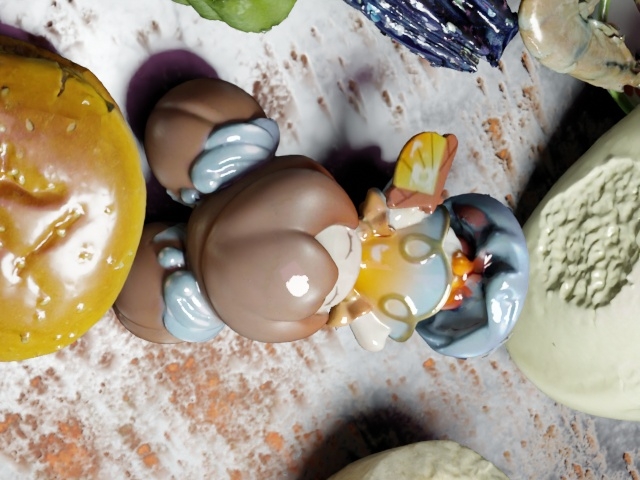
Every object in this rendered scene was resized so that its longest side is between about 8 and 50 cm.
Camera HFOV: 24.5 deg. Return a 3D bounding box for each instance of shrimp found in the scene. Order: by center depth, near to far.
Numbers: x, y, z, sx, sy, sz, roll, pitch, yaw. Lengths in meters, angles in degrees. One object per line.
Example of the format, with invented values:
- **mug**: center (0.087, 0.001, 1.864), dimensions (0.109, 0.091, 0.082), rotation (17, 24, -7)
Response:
- **shrimp**: center (0.298, -0.236, 1.542), dimensions (0.254, 0.059, 0.145), rotation (11, 103, -38)

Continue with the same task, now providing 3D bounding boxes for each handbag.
- **handbag**: center (0.087, -0.259, 1.489), dimensions (0.260, 0.162, 0.113), rotation (31, 92, -36)

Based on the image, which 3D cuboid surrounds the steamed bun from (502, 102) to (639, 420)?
- **steamed bun**: center (0.459, 0.043, 1.663), dimensions (0.371, 0.290, 0.456), rotation (8, 136, -33)

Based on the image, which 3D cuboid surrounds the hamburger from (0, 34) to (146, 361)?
- **hamburger**: center (-0.311, -0.031, 1.365), dimensions (0.290, 0.170, 0.314), rotation (5, 108, -19)

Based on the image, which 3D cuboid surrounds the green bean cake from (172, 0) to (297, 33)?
- **green bean cake**: center (-0.089, -0.318, 1.352), dimensions (0.214, 0.200, 0.113), rotation (-62, 165, 1)

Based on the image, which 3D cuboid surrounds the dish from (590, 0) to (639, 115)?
- **dish**: center (0.434, -0.283, 1.687), dimensions (0.324, 0.124, 0.324), rotation (-8, 117, -17)

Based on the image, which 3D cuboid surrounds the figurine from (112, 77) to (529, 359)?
- **figurine**: center (0.001, -0.001, 1.522), dimensions (0.388, 0.248, 0.277), rotation (6, 104, -39)

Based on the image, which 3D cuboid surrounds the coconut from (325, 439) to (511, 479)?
- **coconut**: center (0.115, 0.375, 1.695), dimensions (0.328, 0.329, 0.329), rotation (-10, 114, -24)
